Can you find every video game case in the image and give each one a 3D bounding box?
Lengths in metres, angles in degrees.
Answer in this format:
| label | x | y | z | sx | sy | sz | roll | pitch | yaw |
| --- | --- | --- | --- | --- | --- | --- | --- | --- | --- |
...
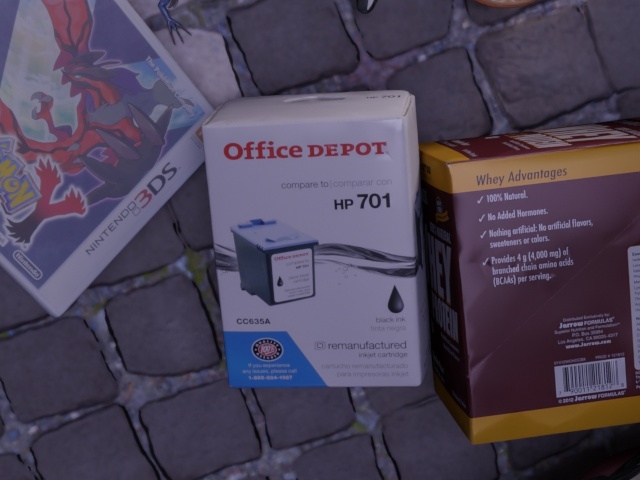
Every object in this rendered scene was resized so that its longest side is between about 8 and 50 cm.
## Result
| label | x | y | z | sx | sy | sz | roll | pitch | yaw |
| --- | --- | --- | --- | --- | --- | --- | --- | --- | --- |
| video game case | -0.177 | -0.079 | 0.833 | 0.183 | 0.023 | 0.201 | -49 | 123 | -16 |

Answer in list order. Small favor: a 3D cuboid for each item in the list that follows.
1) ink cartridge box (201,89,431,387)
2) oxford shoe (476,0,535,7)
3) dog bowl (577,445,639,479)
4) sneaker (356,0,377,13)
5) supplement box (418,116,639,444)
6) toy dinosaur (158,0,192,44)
| label | x | y | z | sx | sy | sz | roll | pitch | yaw |
| --- | --- | --- | --- | --- | --- | --- | --- | --- | --- |
| ink cartridge box | 0.000 | 0.000 | 0.874 | 0.140 | 0.082 | 0.190 | -2 | 109 | 10 |
| oxford shoe | 0.117 | -0.336 | 0.828 | 0.130 | 0.133 | 0.363 | -8 | 101 | -6 |
| dog bowl | 0.279 | 0.316 | 0.867 | 0.408 | 0.150 | 0.407 | 3 | 85 | -42 |
| sneaker | 0.026 | -0.203 | 0.896 | 0.035 | 0.031 | 0.083 | 2 | 95 | 7 |
| supplement box | 0.176 | 0.021 | 0.897 | 0.191 | 0.129 | 0.194 | -7 | 100 | -5 |
| toy dinosaur | -0.108 | -0.183 | 0.878 | 0.082 | 0.047 | 0.090 | -16 | 91 | -22 |
